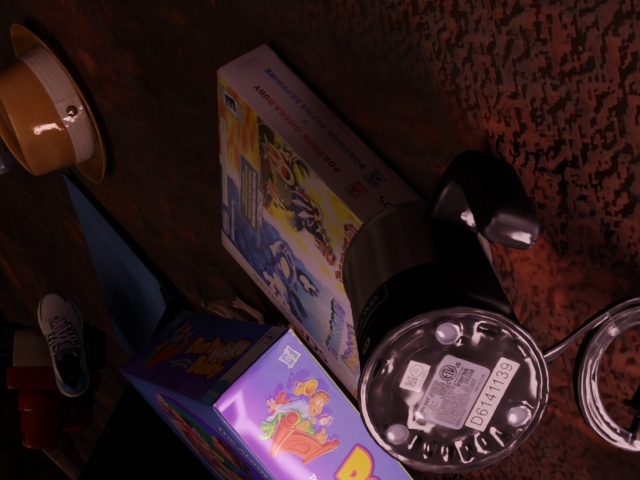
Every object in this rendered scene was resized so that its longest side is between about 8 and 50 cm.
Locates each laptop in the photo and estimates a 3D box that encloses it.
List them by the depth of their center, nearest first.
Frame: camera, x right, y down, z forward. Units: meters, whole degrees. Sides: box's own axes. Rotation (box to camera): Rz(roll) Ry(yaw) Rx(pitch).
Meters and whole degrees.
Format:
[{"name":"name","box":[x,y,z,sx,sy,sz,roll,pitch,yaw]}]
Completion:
[{"name":"laptop","box":[-0.273,0.203,1.259,0.236,0.408,0.382,12,141,13]}]

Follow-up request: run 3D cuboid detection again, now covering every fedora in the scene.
[{"name":"fedora","box":[-0.309,-0.136,1.084,0.194,0.079,0.194,45,154,28]}]

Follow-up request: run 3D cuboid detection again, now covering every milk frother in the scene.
[{"name":"milk frother","box":[0.092,0.042,0.490,0.143,0.129,0.134,36,-162,-15]}]

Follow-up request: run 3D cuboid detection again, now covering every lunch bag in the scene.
[{"name":"lunch bag","box":[-0.479,-0.140,1.458,0.083,0.053,0.071,40,151,57]}]

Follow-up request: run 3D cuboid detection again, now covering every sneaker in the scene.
[{"name":"sneaker","box":[-0.310,0.125,1.216,0.058,0.052,0.135,164,89,-74]}]

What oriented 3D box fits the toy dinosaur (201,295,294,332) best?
[{"name":"toy dinosaur","box":[-0.041,0.108,0.915,0.183,0.053,0.092,51,170,13]}]

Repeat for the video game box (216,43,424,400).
[{"name":"video game box","box":[0.000,0.000,0.678,0.187,0.048,0.205,45,154,23]}]

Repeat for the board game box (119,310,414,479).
[{"name":"board game box","box":[0.004,0.216,0.816,0.347,0.078,0.233,52,159,-17]}]

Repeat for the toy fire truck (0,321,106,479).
[{"name":"toy fire truck","box":[-0.344,0.239,1.343,0.217,0.159,0.246,115,156,-79]}]

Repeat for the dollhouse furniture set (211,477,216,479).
[{"name":"dollhouse furniture set","box":[-0.209,0.468,1.488,0.242,0.212,0.161,31,156,-6]}]
